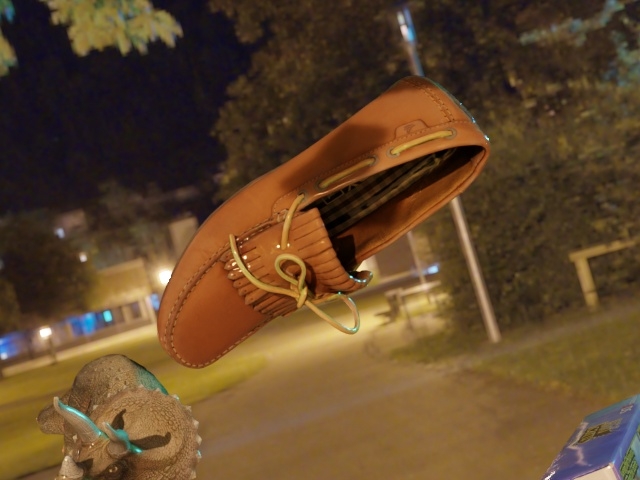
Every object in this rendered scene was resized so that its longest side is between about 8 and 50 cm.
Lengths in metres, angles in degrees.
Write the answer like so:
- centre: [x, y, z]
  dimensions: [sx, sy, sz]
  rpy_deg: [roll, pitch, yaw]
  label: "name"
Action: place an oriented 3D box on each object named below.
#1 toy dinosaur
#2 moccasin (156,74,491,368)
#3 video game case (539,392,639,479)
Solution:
- centre: [-0.143, 0.151, 0.823]
  dimensions: [0.121, 0.160, 0.313]
  rpy_deg: [10, 10, -14]
  label: "toy dinosaur"
- centre: [0.001, 0.002, 1.115]
  dimensions: [0.380, 0.139, 0.147]
  rpy_deg: [-34, 44, 1]
  label: "moccasin"
- centre: [0.239, 0.247, 0.783]
  dimensions: [0.061, 0.244, 0.269]
  rpy_deg: [-24, -7, 19]
  label: "video game case"
